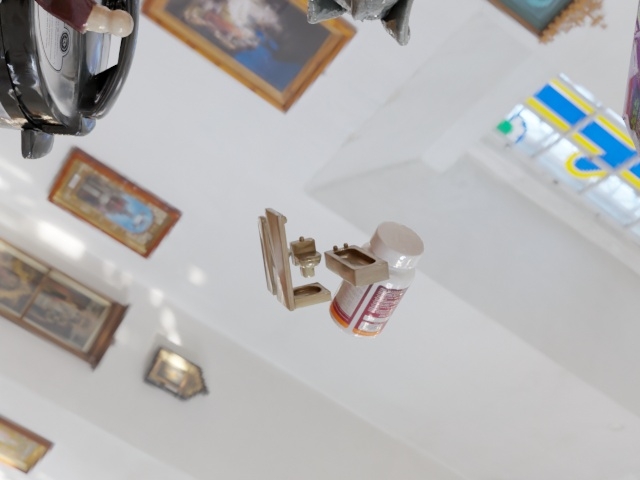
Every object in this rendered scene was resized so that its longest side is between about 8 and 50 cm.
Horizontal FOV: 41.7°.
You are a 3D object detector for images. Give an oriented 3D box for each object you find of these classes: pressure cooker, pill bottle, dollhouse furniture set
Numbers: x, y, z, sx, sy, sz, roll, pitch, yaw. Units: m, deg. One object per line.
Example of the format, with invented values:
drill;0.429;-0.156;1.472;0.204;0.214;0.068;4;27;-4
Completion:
pressure cooker;-0.463;-0.344;1.180;0.370;0.420;0.375;93;3;-58
pill bottle;0.110;0.077;1.634;0.121;0.121;0.221;-79;-166;-56
dollhouse furniture set;0.000;0.000;1.116;0.144;0.151;0.123;-150;-130;-66

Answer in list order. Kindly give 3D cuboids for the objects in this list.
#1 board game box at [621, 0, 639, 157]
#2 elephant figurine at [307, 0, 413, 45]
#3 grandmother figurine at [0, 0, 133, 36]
board game box;0.503;-0.219;1.214;0.056;0.347;0.208;-16;-123;4
elephant figurine;0.061;-0.310;0.998;0.186;0.169;0.239;-36;166;-10
grandmother figurine;-0.246;-0.292;0.820;0.342;0.208;0.104;-4;-148;22
